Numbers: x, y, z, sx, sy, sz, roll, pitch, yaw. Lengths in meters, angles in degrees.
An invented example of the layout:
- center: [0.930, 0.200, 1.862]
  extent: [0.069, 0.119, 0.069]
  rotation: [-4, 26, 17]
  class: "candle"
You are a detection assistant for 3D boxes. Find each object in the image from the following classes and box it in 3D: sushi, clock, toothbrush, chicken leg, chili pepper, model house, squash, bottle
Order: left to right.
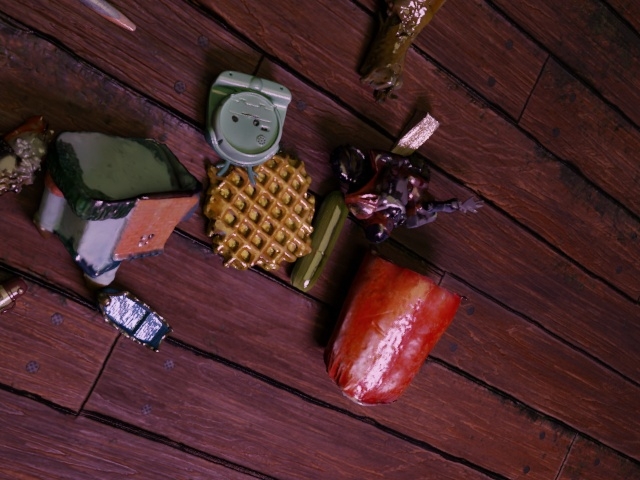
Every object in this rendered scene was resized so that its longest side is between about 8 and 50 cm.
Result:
- center: [-0.574, 0.099, 1.536]
  extent: [0.101, 0.047, 0.063]
  rotation: [-35, 104, -21]
  class: "bottle"
- center: [-0.549, -0.126, 1.480]
  extent: [0.226, 0.103, 0.097]
  rotation: [-34, 130, -18]
  class: "sushi"
- center: [-0.479, -0.476, 1.494]
  extent: [0.375, 0.037, 0.028]
  rotation: [32, 86, -33]
  class: "toothbrush"
- center: [-0.394, -0.033, 1.566]
  extent: [0.253, 0.184, 0.291]
  rotation: [-8, 136, -48]
  class: "model house"
- center: [-0.146, -0.217, 1.682]
  extent: [0.159, 0.066, 0.210]
  rotation: [10, 80, -21]
  class: "clock"
- center: [0.000, 0.000, 1.837]
  extent: [0.066, 0.066, 0.228]
  rotation: [27, 86, -31]
  class: "squash"
- center: [0.142, 0.191, 1.892]
  extent: [0.305, 0.229, 0.251]
  rotation: [-60, 151, 7]
  class: "chili pepper"
- center: [0.185, -0.489, 1.792]
  extent: [0.153, 0.201, 0.429]
  rotation: [9, 108, -40]
  class: "chicken leg"

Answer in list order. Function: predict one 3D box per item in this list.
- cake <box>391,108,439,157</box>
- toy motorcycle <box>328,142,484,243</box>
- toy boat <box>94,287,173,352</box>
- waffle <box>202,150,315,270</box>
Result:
- center: [0.209, -0.237, 1.933]
  extent: [0.052, 0.065, 0.121]
  rotation: [36, 103, -30]
  class: "cake"
- center: [0.187, -0.094, 1.877]
  extent: [0.401, 0.134, 0.207]
  rotation: [3, 76, -41]
  class: "toy motorcycle"
- center: [-0.360, 0.145, 1.638]
  extent: [0.075, 0.077, 0.185]
  rotation: [-53, 126, -11]
  class: "toy boat"
- center: [-0.120, -0.062, 1.751]
  extent: [0.245, 0.052, 0.254]
  rotation: [-6, 94, -26]
  class: "waffle"
